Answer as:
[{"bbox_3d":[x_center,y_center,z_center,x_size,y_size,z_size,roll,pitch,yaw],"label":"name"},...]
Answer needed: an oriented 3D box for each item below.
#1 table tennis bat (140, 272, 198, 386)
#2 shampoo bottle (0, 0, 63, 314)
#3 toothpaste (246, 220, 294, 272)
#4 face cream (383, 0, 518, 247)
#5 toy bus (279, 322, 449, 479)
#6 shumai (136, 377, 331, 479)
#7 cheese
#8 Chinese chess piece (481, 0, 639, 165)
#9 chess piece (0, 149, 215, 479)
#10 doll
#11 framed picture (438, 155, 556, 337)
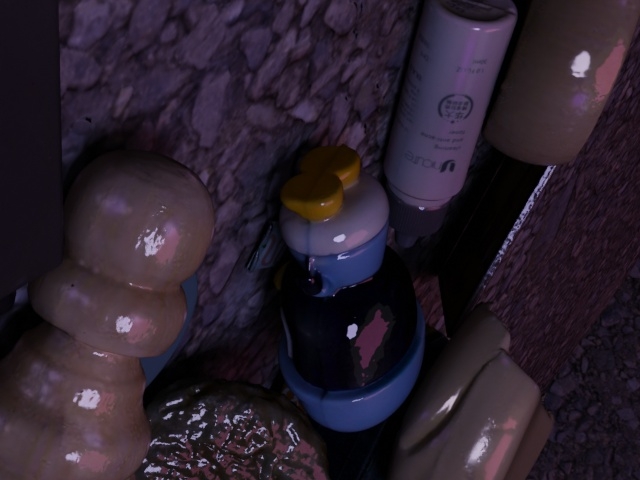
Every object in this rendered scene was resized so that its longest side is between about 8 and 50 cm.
[{"bbox_3d":[-0.181,0.114,0.905,0.237,0.038,0.149,-57,159,-8],"label":"table tennis bat"},{"bbox_3d":[-0.194,-0.051,0.598,0.079,0.080,0.246,-34,149,-38],"label":"shampoo bottle"},{"bbox_3d":[0.000,0.000,1.107,0.205,0.036,0.056,-6,126,-55],"label":"toothpaste"},{"bbox_3d":[0.117,-0.111,1.116,0.092,0.092,0.311,-35,150,-40],"label":"face cream"},{"bbox_3d":[0.028,0.205,1.264,0.138,0.167,0.275,-18,137,-57],"label":"toy bus"},{"bbox_3d":[-0.116,0.230,1.094,0.222,0.203,0.272,-18,117,-14],"label":"shumai"},{"bbox_3d":[0.174,0.203,1.199,0.233,0.127,0.266,-58,159,-13],"label":"cheese"},{"bbox_3d":[0.250,-0.209,1.119,0.273,0.102,0.273,18,90,-86],"label":"Chinese chess piece"},{"bbox_3d":[-0.159,0.061,0.764,0.142,0.142,0.261,-1,118,-63],"label":"chess piece"},{"bbox_3d":[0.024,0.063,1.043,0.177,0.141,0.314,-58,146,-46],"label":"doll"},{"bbox_3d":[0.237,-0.058,1.376,0.339,0.014,0.255,-62,-175,16],"label":"framed picture"}]
